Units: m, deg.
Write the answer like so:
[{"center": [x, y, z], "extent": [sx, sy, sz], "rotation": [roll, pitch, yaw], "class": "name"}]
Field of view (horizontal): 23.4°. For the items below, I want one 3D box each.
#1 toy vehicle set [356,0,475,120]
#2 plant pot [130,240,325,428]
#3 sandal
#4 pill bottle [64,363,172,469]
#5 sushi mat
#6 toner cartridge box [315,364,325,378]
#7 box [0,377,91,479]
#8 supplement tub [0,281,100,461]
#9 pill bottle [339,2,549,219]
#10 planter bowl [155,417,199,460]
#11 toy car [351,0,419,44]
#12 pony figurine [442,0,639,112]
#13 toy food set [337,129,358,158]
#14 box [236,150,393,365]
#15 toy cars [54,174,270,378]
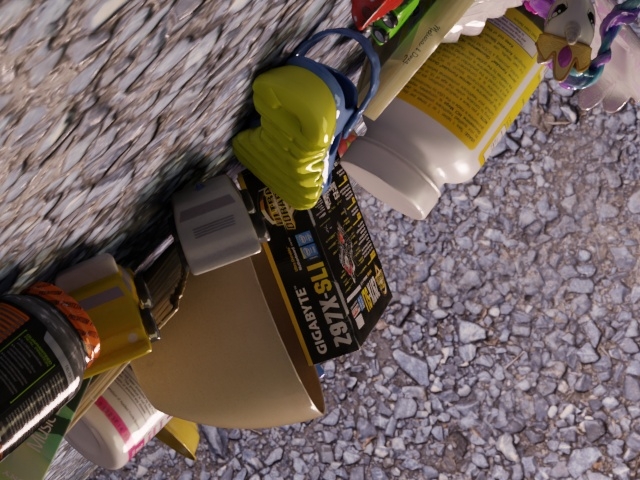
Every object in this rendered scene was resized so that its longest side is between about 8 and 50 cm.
[{"center": [0.131, -0.280, 1.825], "extent": [0.267, 0.035, 0.166], "rotation": [-49, -163, 43], "class": "toy vehicle set"}, {"center": [-0.134, 0.115, 1.892], "extent": [0.191, 0.284, 0.284], "rotation": [-21, 178, 3], "class": "plant pot"}, {"center": [-0.008, -0.134, 1.702], "extent": [0.138, 0.126, 0.317], "rotation": [-49, 179, -20], "class": "sandal"}, {"center": [-0.227, 0.155, 2.055], "extent": [0.283, 0.160, 0.160], "rotation": [-44, 176, -27], "class": "pill bottle"}, {"center": [-0.250, 0.138, 1.782], "extent": [0.316, 0.019, 0.151], "rotation": [-48, -164, 23], "class": "sushi mat"}, {"center": [-0.072, 0.161, 2.340], "extent": [0.075, 0.165, 0.348], "rotation": [-36, 175, -5], "class": "toner cartridge box"}, {"center": [-0.330, 0.219, 1.667], "extent": [0.232, 0.058, 0.322], "rotation": [-48, -164, 35], "class": "box"}, {"center": [-0.291, 0.126, 1.360], "extent": [0.190, 0.117, 0.117], "rotation": [-42, 175, -36], "class": "supplement tub"}, {"center": [0.177, -0.202, 2.116], "extent": [0.334, 0.188, 0.188], "rotation": [-55, 178, -8], "class": "pill bottle"}, {"center": [-0.243, 0.225, 2.287], "extent": [0.090, 0.217, 0.217], "rotation": [-52, 178, -15], "class": "planter bowl"}, {"center": [0.090, -0.282, 1.670], "extent": [0.239, 0.053, 0.225], "rotation": [-44, 176, -21], "class": "toy car"}, {"center": [0.299, -0.325, 1.872], "extent": [0.351, 0.303, 0.363], "rotation": [118, -13, -80], "class": "pony figurine"}, {"center": [0.026, -0.132, 2.467], "extent": [0.218, 0.071, 0.128], "rotation": [-49, 175, 36], "class": "toy food set"}, {"center": [0.000, 0.000, 2.021], "extent": [0.079, 0.257, 0.322], "rotation": [-18, -173, 12], "class": "box"}, {"center": [-0.174, 0.013, 1.629], "extent": [0.176, 0.087, 0.394], "rotation": [-5, -155, 35], "class": "toy cars"}]
